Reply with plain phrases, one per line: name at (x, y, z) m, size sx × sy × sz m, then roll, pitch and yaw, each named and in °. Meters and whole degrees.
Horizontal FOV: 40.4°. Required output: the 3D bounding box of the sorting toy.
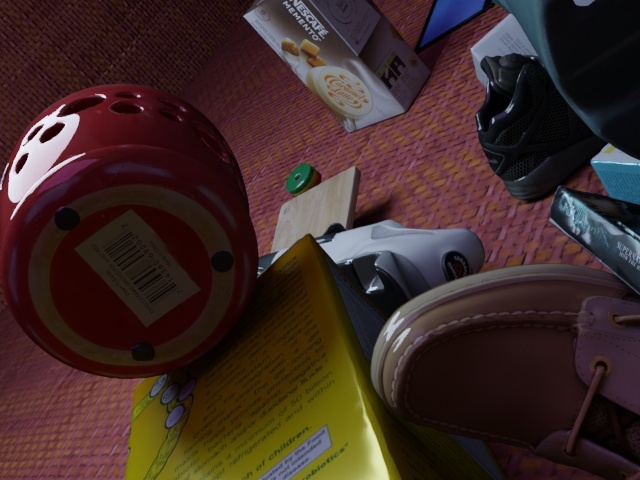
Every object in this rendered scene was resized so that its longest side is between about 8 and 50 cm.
sorting toy at (0.000, 0.000, 1.063) m, size 0.132 × 0.046 × 0.274 m, roll -27°, pitch 38°, yaw 37°

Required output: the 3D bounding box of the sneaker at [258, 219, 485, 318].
sneaker at (0.029, 0.047, 0.872) m, size 0.146 × 0.122 × 0.330 m, roll -31°, pitch 16°, yaw -35°

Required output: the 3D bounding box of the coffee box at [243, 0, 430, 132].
coffee box at (0.026, -0.291, 1.287) m, size 0.141 × 0.246 × 0.098 m, roll -12°, pitch 38°, yaw 52°

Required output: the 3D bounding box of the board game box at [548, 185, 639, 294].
board game box at (0.234, 0.016, 0.480) m, size 0.126 × 0.186 × 0.026 m, roll -116°, pitch 40°, yaw -67°

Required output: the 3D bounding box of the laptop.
laptop at (0.234, -0.469, 1.390) m, size 0.136 × 0.264 × 0.234 m, roll 6°, pitch 44°, yaw 15°

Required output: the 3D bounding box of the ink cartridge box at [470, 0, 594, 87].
ink cartridge box at (0.252, -0.222, 0.933) m, size 0.175 × 0.072 × 0.127 m, roll -41°, pitch -12°, yaw 7°

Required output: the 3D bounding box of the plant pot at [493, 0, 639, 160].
plant pot at (0.250, -0.231, 0.580) m, size 0.341 × 0.341 × 0.334 m, roll -33°, pitch 28°, yaw 25°

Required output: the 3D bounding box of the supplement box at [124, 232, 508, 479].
supplement box at (0.006, 0.180, 0.549) m, size 0.195 × 0.194 × 0.356 m, roll -41°, pitch 21°, yaw 8°

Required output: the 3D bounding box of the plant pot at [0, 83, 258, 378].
plant pot at (-0.142, -0.004, 0.636) m, size 0.191 × 0.191 × 0.174 m, roll -41°, pitch 25°, yaw 7°

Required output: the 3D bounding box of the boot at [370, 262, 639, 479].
boot at (0.164, 0.102, 0.389) m, size 0.203 × 0.262 × 0.095 m, roll -105°, pitch 26°, yaw -62°

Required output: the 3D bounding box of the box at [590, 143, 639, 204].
box at (0.314, -0.058, 0.607) m, size 0.100 × 0.060 × 0.244 m, roll -41°, pitch 21°, yaw -13°

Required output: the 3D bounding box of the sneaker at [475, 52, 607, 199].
sneaker at (0.242, -0.156, 0.833) m, size 0.227 × 0.130 × 0.087 m, roll -40°, pitch 24°, yaw 5°
